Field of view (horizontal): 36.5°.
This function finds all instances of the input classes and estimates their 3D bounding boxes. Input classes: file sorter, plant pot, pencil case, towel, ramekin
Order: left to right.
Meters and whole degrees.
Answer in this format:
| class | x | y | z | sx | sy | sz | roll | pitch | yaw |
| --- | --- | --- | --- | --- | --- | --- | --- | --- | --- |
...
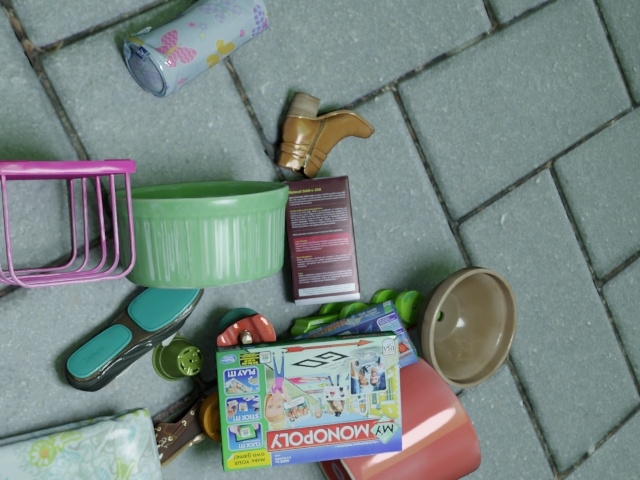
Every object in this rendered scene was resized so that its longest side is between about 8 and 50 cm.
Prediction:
| class | x | y | z | sx | sy | sz | roll | pitch | yaw |
| --- | --- | --- | --- | --- | --- | --- | --- | --- | --- |
| file sorter | -0.430 | -0.028 | 1.504 | 0.202 | 0.291 | 0.182 | -4 | 93 | -32 |
| towel | -0.430 | 0.466 | 1.560 | 0.374 | 0.090 | 0.320 | -11 | 94 | -19 |
| plant pot | -0.245 | 0.211 | 1.727 | 0.083 | 0.079 | 0.083 | 2 | 86 | -32 |
| pencil case | -0.222 | -0.369 | 1.746 | 0.273 | 0.113 | 0.124 | -38 | 70 | -26 |
| ramekin | -0.201 | -0.014 | 1.643 | 0.303 | 0.303 | 0.148 | -7 | 100 | -32 |
| plant pot | 0.129 | 0.386 | 1.862 | 0.243 | 0.275 | 0.275 | -29 | 103 | -19 |
| plant pot | 0.267 | 0.162 | 1.903 | 0.237 | 0.110 | 0.237 | -9 | 104 | -36 |

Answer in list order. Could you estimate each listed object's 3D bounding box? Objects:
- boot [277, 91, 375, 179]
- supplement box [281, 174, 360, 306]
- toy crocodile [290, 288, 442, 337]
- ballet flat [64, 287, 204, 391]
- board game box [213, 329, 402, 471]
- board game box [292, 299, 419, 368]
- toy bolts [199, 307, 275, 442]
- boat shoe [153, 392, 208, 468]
| class | x | y | z | sx | sy | sz | roll | pitch | yaw |
| --- | --- | --- | --- | --- | --- | --- | --- | --- | --- |
| boot | 0.007 | -0.189 | 1.909 | 0.197 | 0.073 | 0.152 | 17 | 83 | -26 |
| supplement box | 0.000 | 0.000 | 1.863 | 0.130 | 0.073 | 0.239 | -5 | 92 | -3 |
| toy crocodile | 0.102 | 0.161 | 1.921 | 0.341 | 0.115 | 0.105 | -9 | 93 | -32 |
| ballet flat | -0.318 | 0.162 | 1.681 | 0.280 | 0.095 | 0.096 | -36 | 150 | -18 |
| board game box | -0.019 | 0.277 | 1.685 | 0.317 | 0.046 | 0.213 | -5 | 97 | -10 |
| board game box | 0.066 | 0.204 | 1.814 | 0.201 | 0.035 | 0.136 | -21 | 121 | 9 |
| toy bolts | -0.137 | 0.236 | 1.762 | 0.218 | 0.158 | 0.228 | -23 | 101 | -7 |
| boat shoe | -0.270 | 0.348 | 1.714 | 0.207 | 0.073 | 0.073 | -34 | 104 | -35 |
